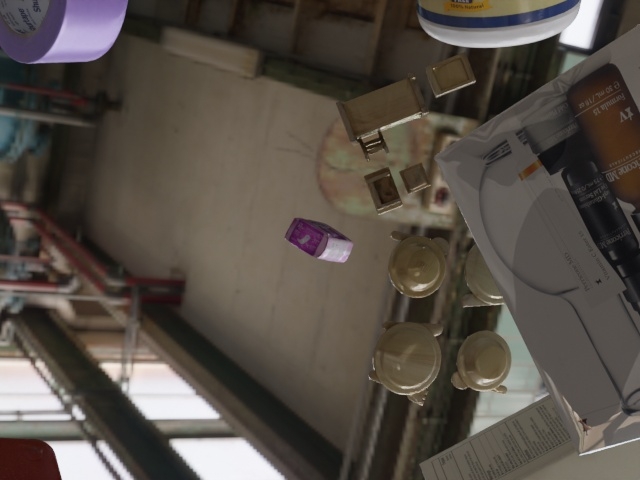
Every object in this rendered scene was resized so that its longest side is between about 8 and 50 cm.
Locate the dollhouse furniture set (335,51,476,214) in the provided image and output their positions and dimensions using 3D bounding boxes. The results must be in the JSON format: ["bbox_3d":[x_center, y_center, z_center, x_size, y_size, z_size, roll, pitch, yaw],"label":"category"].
[{"bbox_3d":[0.135,-0.141,1.458,0.101,0.182,0.160,-32,102,-85],"label":"dollhouse furniture set"}]

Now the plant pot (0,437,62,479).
[{"bbox_3d":[-0.308,0.293,0.821,0.267,0.268,0.235,55,-51,50],"label":"plant pot"}]

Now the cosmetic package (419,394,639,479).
[{"bbox_3d":[0.291,0.278,1.329,0.113,0.310,0.160,60,5,-13],"label":"cosmetic package"}]

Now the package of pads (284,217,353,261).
[{"bbox_3d":[0.000,0.000,1.195,0.050,0.083,0.032,31,-83,21],"label":"package of pads"}]

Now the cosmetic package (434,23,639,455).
[{"bbox_3d":[0.290,-0.024,0.797,0.377,0.097,0.284,-33,-98,47],"label":"cosmetic package"}]

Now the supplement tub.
[{"bbox_3d":[0.231,-0.440,1.435,0.228,0.228,0.316,39,-37,54],"label":"supplement tub"}]

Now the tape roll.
[{"bbox_3d":[-0.301,-0.294,1.206,0.189,0.080,0.188,12,-72,44],"label":"tape roll"}]

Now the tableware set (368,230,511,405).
[{"bbox_3d":[0.117,0.066,0.967,0.020,0.141,0.168,177,-78,-71],"label":"tableware set"}]
